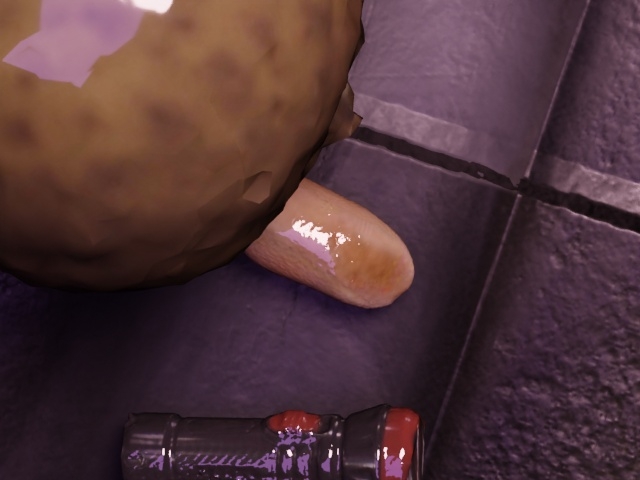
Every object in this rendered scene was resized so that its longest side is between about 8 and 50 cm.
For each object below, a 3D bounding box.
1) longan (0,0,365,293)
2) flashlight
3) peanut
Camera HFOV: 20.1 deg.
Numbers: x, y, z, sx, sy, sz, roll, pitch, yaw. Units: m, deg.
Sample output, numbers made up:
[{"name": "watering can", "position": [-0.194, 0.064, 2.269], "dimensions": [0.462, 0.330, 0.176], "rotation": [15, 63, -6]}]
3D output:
[{"name": "longan", "position": [-0.145, -0.158, 1.218], "dimensions": [0.391, 0.391, 0.391], "rotation": [1, 97, 7]}, {"name": "flashlight", "position": [-0.039, 0.164, 1.384], "dimensions": [0.232, 0.093, 0.093], "rotation": [3, 97, 10]}, {"name": "peanut", "position": [0.000, 0.000, 1.364], "dimensions": [0.152, 0.076, 0.076], "rotation": [27, 100, 6]}]
